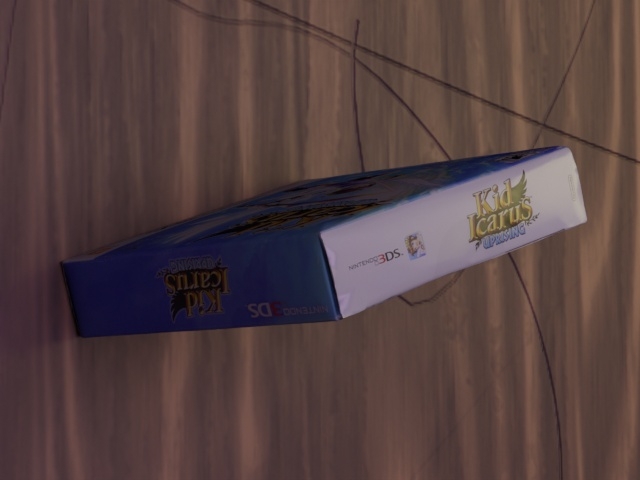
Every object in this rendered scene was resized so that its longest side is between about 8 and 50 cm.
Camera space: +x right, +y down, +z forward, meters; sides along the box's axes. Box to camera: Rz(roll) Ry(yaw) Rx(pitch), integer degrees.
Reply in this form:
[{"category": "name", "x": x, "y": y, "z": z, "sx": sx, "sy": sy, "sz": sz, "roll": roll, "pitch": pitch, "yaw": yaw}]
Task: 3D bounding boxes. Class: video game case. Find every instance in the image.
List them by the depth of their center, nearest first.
[{"category": "video game case", "x": 0.000, "y": 0.000, "z": 1.306, "sx": 0.244, "sy": 0.270, "sz": 0.061, "roll": -21, "pitch": 100, "yaw": -42}]
